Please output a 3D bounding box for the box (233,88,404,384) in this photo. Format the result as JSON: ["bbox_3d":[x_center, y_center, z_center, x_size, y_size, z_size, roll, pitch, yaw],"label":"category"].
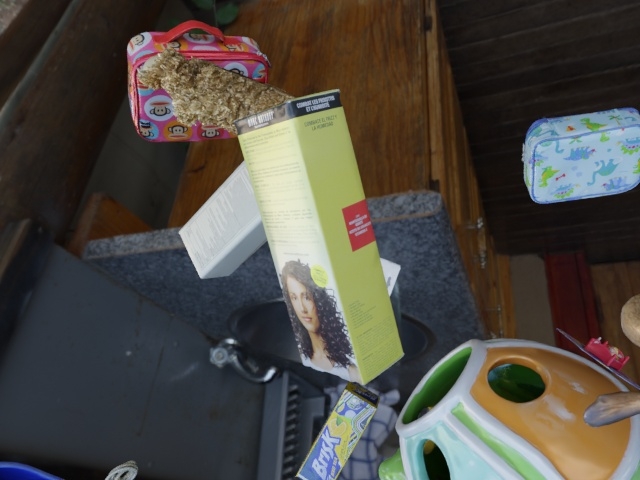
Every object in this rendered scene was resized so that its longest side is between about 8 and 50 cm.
[{"bbox_3d":[0.000,0.000,0.425,0.058,0.232,0.087,-23,-166,-36],"label":"box"}]

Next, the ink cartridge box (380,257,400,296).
[{"bbox_3d":[0.129,0.090,1.263,0.181,0.104,0.061,21,-179,42],"label":"ink cartridge box"}]

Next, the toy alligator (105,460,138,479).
[{"bbox_3d":[-0.218,0.253,0.384,0.051,0.190,0.056,29,143,41],"label":"toy alligator"}]

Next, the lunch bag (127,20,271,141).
[{"bbox_3d":[-0.261,-0.344,1.081,0.293,0.120,0.258,-9,144,-22],"label":"lunch bag"}]

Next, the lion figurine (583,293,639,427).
[{"bbox_3d":[0.387,0.068,0.281,0.392,0.240,0.142,-29,116,-7],"label":"lion figurine"}]

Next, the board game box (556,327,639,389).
[{"bbox_3d":[0.488,0.190,0.857,0.133,0.033,0.168,34,-171,-1],"label":"board game box"}]

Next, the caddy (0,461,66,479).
[{"bbox_3d":[-0.380,0.415,0.597,0.179,0.241,0.341,-17,134,28],"label":"caddy"}]

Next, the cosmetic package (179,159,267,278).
[{"bbox_3d":[-0.218,-0.050,1.308,0.309,0.160,0.113,-40,159,29],"label":"cosmetic package"}]

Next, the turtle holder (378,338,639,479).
[{"bbox_3d":[0.203,0.233,0.548,0.227,0.243,0.320,39,165,5],"label":"turtle holder"}]

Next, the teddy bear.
[{"bbox_3d":[-0.153,-0.233,0.863,0.338,0.245,0.113,21,109,1],"label":"teddy bear"}]

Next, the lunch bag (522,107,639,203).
[{"bbox_3d":[0.527,-0.165,1.010,0.219,0.090,0.176,-8,130,14],"label":"lunch bag"}]

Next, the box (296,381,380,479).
[{"bbox_3d":[0.029,0.313,0.799,0.059,0.169,0.054,30,-171,11],"label":"box"}]
